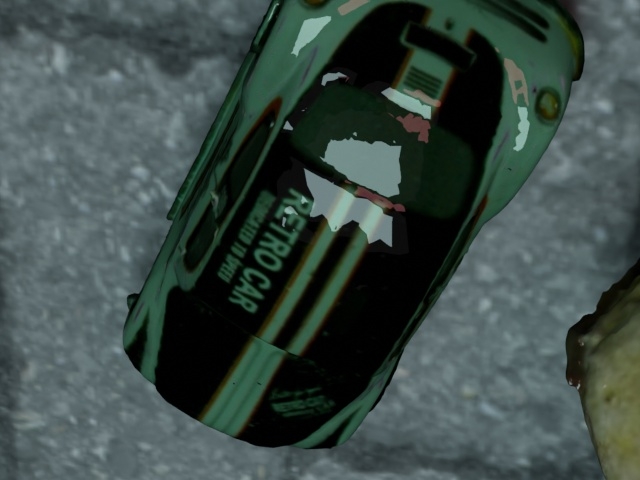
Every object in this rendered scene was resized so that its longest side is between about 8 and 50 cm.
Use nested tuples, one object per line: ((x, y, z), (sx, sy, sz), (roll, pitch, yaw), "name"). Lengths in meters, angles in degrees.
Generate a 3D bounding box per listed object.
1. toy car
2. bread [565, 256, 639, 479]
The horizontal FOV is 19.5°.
((0.000, 0.000, 0.853), (0.136, 0.125, 0.306), (26, 129, -6), "toy car")
((0.218, 0.054, 0.801), (0.170, 0.197, 0.197), (-10, 125, 36), "bread")
